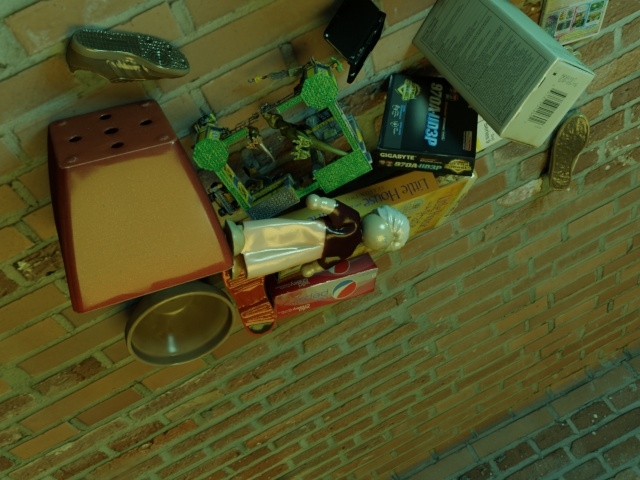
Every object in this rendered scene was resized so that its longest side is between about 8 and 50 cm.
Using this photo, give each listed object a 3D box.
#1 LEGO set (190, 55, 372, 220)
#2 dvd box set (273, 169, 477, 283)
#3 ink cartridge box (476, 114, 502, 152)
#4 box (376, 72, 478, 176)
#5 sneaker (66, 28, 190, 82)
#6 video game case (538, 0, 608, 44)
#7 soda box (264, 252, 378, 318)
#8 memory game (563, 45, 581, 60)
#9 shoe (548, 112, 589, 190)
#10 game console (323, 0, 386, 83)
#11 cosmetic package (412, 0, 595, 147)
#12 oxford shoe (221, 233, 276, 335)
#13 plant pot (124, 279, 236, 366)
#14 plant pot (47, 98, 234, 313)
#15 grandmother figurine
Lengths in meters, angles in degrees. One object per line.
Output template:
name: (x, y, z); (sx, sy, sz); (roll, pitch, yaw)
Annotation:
LEGO set: (-0.065, -0.192, 1.326); (0.331, 0.192, 0.255); (-35, 118, 16)
dvd box set: (0.099, -0.038, 1.549); (0.420, 0.062, 0.307); (-19, 165, -12)
ink cartridge box: (0.285, -0.252, 1.504); (0.212, 0.093, 0.154); (-28, 141, -4)
box: (0.203, -0.218, 1.344); (0.175, 0.220, 0.051); (8, 141, 8)
sneaker: (-0.304, -0.283, 1.144); (0.188, 0.066, 0.071); (7, 145, -30)
video game case: (0.516, -0.466, 1.474); (0.157, 0.019, 0.143); (-19, 140, -14)
soda box: (-0.001, 0.098, 1.713); (0.263, 0.083, 0.092); (-15, 139, -18)
memory game: (0.485, -0.347, 1.576); (0.186, 0.012, 0.186); (-18, 146, -13)
shoe: (0.598, -0.222, 1.767); (0.077, 0.058, 0.219); (7, 132, 4)
game console: (0.057, -0.357, 1.266); (0.122, 0.071, 0.107); (-59, 175, -17)
cosmetic package: (0.309, -0.321, 1.273); (0.113, 0.309, 0.160); (8, 129, -37)
oxford shoe: (-0.169, 0.080, 1.592); (0.097, 0.098, 0.271); (-15, 120, -11)
plant pot: (-0.311, 0.158, 1.565); (0.237, 0.109, 0.237); (-18, 139, -16)
plant pot: (-0.321, -0.081, 1.205); (0.267, 0.267, 0.235); (-17, 126, -16)
grandmother figurine: (0.000, 0.000, 1.323); (0.342, 0.104, 0.208); (-9, 151, -16)
